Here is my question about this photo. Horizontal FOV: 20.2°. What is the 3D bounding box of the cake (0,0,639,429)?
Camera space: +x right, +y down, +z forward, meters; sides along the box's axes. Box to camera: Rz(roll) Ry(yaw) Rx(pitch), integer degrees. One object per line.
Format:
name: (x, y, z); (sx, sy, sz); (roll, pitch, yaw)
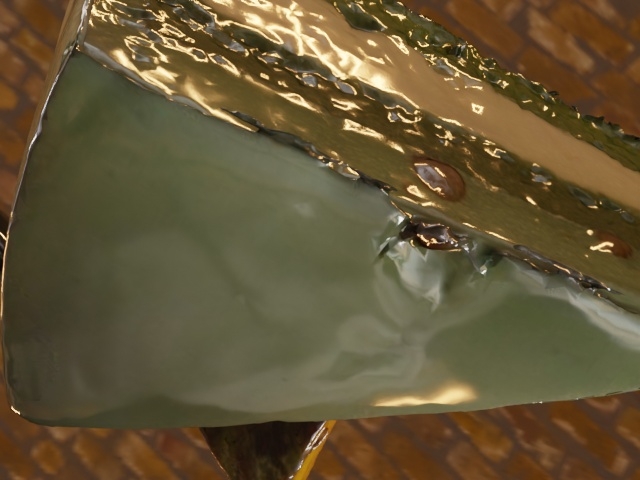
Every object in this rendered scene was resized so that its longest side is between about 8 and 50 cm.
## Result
cake: (0.015, 0.011, 0.685); (0.172, 0.283, 0.158); (-58, -165, 32)

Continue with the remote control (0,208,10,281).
remote control: (-0.211, 0.044, 1.468); (0.222, 0.072, 0.042); (39, -78, 11)

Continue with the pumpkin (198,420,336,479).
pumpkin: (-0.026, -0.001, 1.204); (0.258, 0.095, 0.290); (-40, -109, 7)
